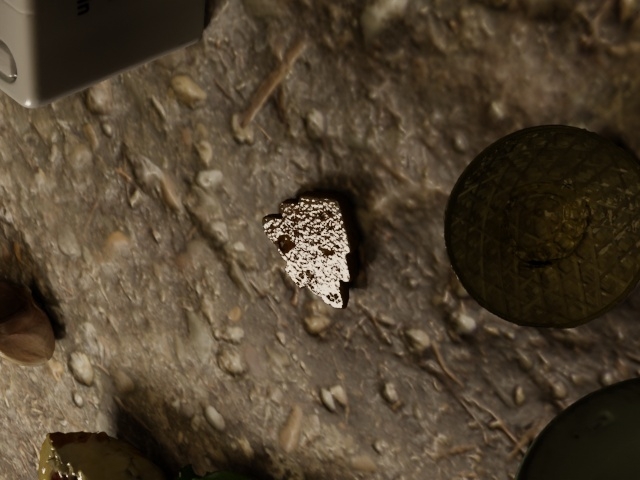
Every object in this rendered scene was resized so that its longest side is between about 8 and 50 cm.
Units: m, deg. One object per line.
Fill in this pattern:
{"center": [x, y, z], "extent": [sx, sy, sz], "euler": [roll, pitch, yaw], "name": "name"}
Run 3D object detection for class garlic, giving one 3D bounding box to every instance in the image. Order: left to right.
{"center": [-0.452, 0.110, 1.451], "extent": [0.174, 0.099, 0.124], "euler": [32, 155, 35], "name": "garlic"}

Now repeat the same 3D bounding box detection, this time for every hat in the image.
{"center": [0.160, -0.015, 0.723], "extent": [0.146, 0.067, 0.146], "euler": [1, 104, 5], "name": "hat"}

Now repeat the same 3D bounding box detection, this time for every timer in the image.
{"center": [-0.226, -0.257, 0.857], "extent": [0.192, 0.195, 0.194], "euler": [35, 138, 26], "name": "timer"}

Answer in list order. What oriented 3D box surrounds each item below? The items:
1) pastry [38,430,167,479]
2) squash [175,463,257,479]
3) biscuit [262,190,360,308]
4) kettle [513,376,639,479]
{"center": [-0.285, 0.377, 1.398], "extent": [0.236, 0.170, 0.256], "euler": [55, 152, 37], "name": "pastry"}
{"center": [-0.040, 0.350, 1.158], "extent": [0.379, 0.101, 0.101], "euler": [22, 130, 39], "name": "squash"}
{"center": [0.000, 0.000, 0.933], "extent": [0.119, 0.019, 0.130], "euler": [48, 142, 12], "name": "biscuit"}
{"center": [0.284, 0.298, 0.690], "extent": [0.320, 0.247, 0.342], "euler": [6, 131, 15], "name": "kettle"}
